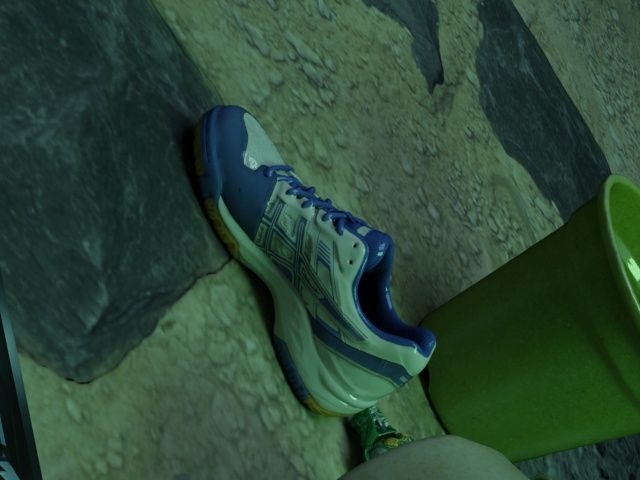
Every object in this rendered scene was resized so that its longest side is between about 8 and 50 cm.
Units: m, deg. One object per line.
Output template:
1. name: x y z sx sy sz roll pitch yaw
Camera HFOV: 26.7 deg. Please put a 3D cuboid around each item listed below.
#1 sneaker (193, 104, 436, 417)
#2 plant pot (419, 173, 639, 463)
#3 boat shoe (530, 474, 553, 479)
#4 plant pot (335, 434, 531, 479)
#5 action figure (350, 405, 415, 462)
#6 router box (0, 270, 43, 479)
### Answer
1. sneaker: 0.000 0.000 1.177 0.296 0.131 0.112 62 28 2
2. plant pot: 0.251 0.109 1.387 0.276 0.254 0.276 43 31 -35
3. boat shoe: 0.203 0.310 1.299 0.096 0.098 0.277 59 17 -6
4. plant pot: 0.115 0.307 0.879 0.334 0.334 0.305 31 13 -47
5. action figure: 0.111 0.231 1.175 0.232 0.063 0.137 43 17 15
6. router box: -0.267 0.058 0.690 0.243 0.081 0.308 18 50 -55
